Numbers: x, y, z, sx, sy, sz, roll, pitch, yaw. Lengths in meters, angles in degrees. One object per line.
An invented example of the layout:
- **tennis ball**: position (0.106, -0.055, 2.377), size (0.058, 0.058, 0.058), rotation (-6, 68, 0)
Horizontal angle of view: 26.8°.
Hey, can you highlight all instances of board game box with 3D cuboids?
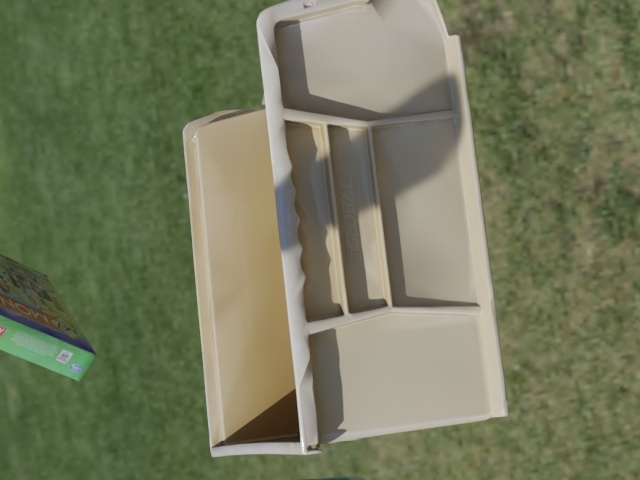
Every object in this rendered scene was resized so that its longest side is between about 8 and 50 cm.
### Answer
- **board game box**: position (-0.444, 0.051, 1.655), size (0.046, 0.317, 0.213), rotation (-54, 40, 7)

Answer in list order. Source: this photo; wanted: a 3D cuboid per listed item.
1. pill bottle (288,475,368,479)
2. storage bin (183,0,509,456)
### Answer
- **pill bottle**: position (-0.020, 0.318, 1.373), size (0.146, 0.264, 0.146), rotation (180, 90, -68)
- **storage bin**: position (0.000, 0.000, 0.853), size (0.262, 0.123, 0.260), rotation (147, 118, -73)
